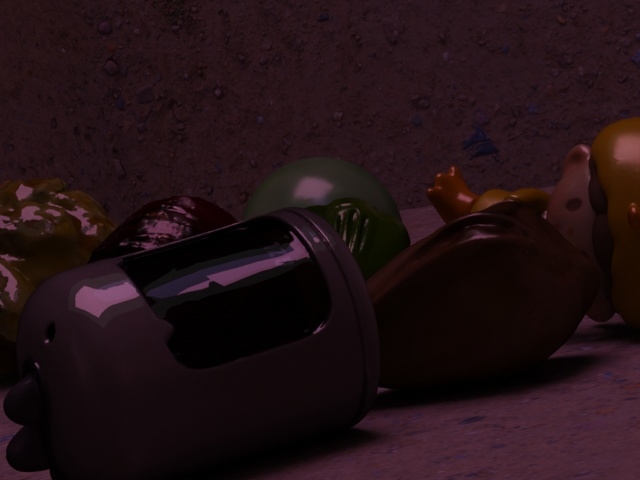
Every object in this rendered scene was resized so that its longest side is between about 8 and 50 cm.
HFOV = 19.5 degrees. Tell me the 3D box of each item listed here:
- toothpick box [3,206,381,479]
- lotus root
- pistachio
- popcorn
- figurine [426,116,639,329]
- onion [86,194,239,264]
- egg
[{"bbox_3d":[-0.128,0.113,1.637,0.316,0.229,0.229,-16,6,-25],"label":"toothpick box"},{"bbox_3d":[0.026,0.060,2.188,0.186,0.186,0.186,-12,5,1],"label":"lotus root"},{"bbox_3d":[0.135,0.070,1.789,0.260,0.163,0.212,-30,-45,28],"label":"pistachio"},{"bbox_3d":[-0.382,0.052,2.572,0.274,0.279,0.335,9,-24,-41],"label":"popcorn"},{"bbox_3d":[0.266,-0.014,1.926,0.343,0.215,0.187,-3,5,38],"label":"figurine"},{"bbox_3d":[-0.167,0.043,2.233,0.216,0.207,0.206,-11,31,32],"label":"onion"},{"bbox_3d":[0.000,0.000,2.483,0.220,0.220,0.269,-12,-3,-8],"label":"egg"}]
